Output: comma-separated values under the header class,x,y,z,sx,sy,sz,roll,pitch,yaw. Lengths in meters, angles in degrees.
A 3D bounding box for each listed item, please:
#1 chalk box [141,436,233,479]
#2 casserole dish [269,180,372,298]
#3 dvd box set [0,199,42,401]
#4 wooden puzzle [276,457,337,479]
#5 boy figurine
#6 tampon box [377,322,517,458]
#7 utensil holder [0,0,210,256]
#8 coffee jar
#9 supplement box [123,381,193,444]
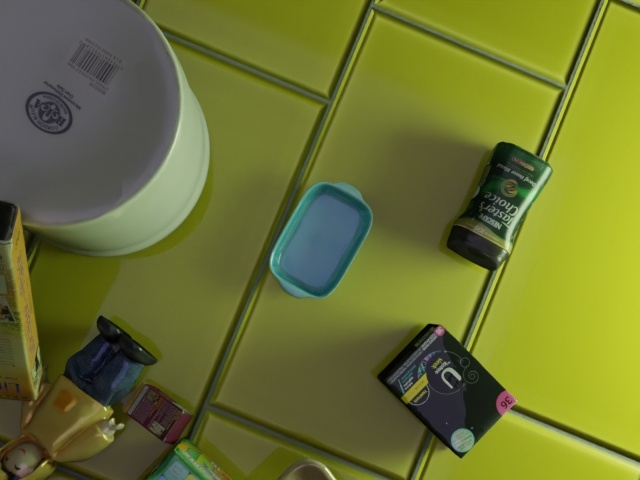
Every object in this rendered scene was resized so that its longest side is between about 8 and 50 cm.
class,x,y,z,sx,sy,sz,roll,pitch,yaw
chalk box,-0.196,0.374,1.478,0.132,0.213,0.132,44,85,0
casserole dish,0.000,0.000,1.603,0.114,0.037,0.188,30,86,-1
dvd box set,-0.516,0.072,1.326,0.307,0.420,0.062,8,56,-4
wooden puzzle,-0.061,0.520,1.479,0.348,0.080,0.322,-42,115,-19
boy figurine,-0.372,0.244,1.532,0.177,0.092,0.285,39,83,22
tampon box,0.185,0.219,1.565,0.161,0.101,0.120,44,86,0
utensil holder,-0.322,-0.148,1.421,0.327,0.385,0.328,0,87,-3
coffee jar,0.269,-0.050,1.599,0.096,0.079,0.184,28,86,-1
supplement box,-0.238,0.254,1.557,0.083,0.043,0.055,33,84,22
